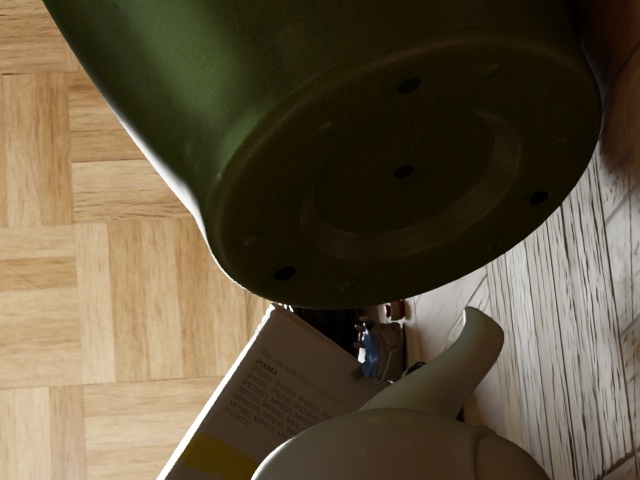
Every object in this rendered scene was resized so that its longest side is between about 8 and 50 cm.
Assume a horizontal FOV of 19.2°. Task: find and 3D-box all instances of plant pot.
[{"bbox_3d":[-0.001,-0.162,1.156,0.366,0.366,0.353,96,157,-52],"label":"plant pot"}]

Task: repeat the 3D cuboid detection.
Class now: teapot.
[{"bbox_3d":[0.083,0.208,1.154,0.256,0.187,0.252,62,-163,-9],"label":"teapot"}]

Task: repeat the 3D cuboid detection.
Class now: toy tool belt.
[{"bbox_3d":[0.054,0.098,1.840,0.052,0.051,0.083,-110,18,-67],"label":"toy tool belt"}]

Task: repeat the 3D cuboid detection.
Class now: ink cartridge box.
[{"bbox_3d":[-0.095,0.280,1.958,0.384,0.160,0.279,-57,0,-11],"label":"ink cartridge box"}]

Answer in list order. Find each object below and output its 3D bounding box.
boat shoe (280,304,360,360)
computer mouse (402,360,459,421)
[{"bbox_3d":[0.000,0.000,2.092,0.095,0.112,0.335,-137,36,-55],"label":"boat shoe"},{"bbox_3d":[0.078,0.250,1.627,0.272,0.072,0.188,94,169,-46],"label":"computer mouse"}]
